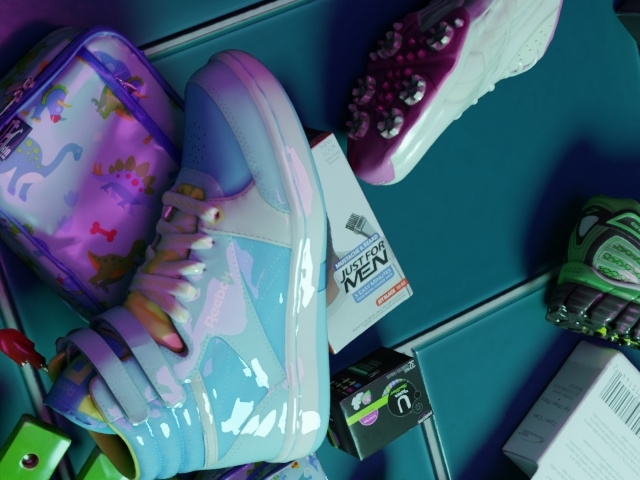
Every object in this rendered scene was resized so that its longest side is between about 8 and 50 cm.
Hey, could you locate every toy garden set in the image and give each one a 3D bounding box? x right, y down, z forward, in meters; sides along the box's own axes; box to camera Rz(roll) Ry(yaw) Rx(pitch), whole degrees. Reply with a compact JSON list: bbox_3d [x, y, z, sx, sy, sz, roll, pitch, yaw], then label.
[{"bbox_3d":[-0.192,0.156,1.250,0.244,0.049,0.204,29,97,-29],"label":"toy garden set"}]

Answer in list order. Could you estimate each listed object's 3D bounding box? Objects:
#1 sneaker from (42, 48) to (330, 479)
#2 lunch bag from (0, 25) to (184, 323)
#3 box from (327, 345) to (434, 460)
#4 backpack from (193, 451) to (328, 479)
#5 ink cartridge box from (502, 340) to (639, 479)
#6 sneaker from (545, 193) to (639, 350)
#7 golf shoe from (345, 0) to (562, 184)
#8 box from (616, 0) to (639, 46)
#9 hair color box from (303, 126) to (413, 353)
[{"bbox_3d":[-0.107,0.032,1.146,0.208,0.127,0.319,-14,105,-28],"label":"sneaker"},{"bbox_3d":[-0.163,-0.047,1.221,0.176,0.090,0.219,-49,120,-17],"label":"lunch bag"},{"bbox_3d":[0.045,0.142,1.397,0.083,0.052,0.062,-30,112,-24],"label":"box"},{"bbox_3d":[-0.047,0.220,1.338,0.114,0.084,0.105,-27,108,-20],"label":"backpack"},{"bbox_3d":[0.281,0.287,1.553,0.296,0.066,0.261,45,75,-28],"label":"ink cartridge box"},{"bbox_3d":[0.375,0.050,1.529,0.343,0.134,0.146,19,83,-34],"label":"sneaker"},{"bbox_3d":[0.135,-0.167,1.363,0.140,0.115,0.306,34,82,-34],"label":"golf shoe"},{"bbox_3d":[0.437,-0.169,1.505,0.270,0.165,0.143,45,76,-28],"label":"box"},{"bbox_3d":[0.000,0.000,1.345,0.093,0.053,0.167,-37,114,-19],"label":"hair color box"}]
